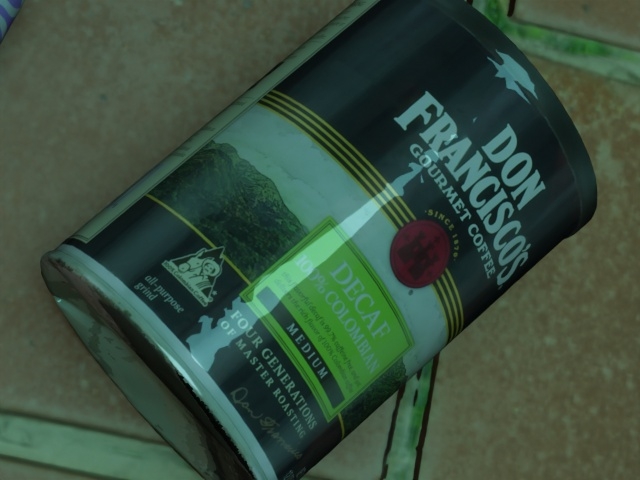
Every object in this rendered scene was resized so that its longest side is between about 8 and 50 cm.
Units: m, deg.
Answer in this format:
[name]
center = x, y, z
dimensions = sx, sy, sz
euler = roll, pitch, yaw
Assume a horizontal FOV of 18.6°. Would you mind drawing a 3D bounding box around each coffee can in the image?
[coffee can]
center = 0.000, 0.000, 1.175
dimensions = 0.275, 0.201, 0.201
euler = -41, 93, -16

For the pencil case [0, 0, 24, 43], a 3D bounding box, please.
[pencil case]
center = -0.254, -0.102, 1.186
dimensions = 0.088, 0.086, 0.206
euler = 31, 75, -21
